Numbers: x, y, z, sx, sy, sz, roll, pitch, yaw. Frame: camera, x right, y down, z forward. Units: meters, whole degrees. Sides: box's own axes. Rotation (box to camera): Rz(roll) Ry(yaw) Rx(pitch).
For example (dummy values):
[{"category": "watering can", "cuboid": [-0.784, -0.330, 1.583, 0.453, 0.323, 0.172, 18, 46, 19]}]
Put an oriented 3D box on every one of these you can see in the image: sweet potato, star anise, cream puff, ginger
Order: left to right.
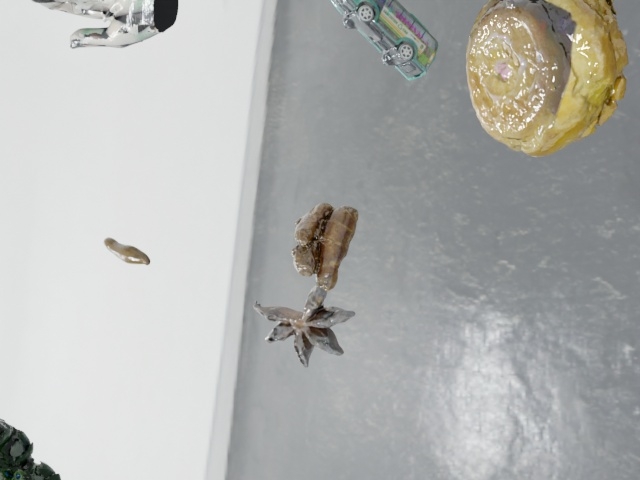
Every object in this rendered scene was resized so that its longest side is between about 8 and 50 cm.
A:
[{"category": "sweet potato", "cuboid": [-0.266, 0.013, 1.070, 0.115, 0.026, 0.026, 21, 103, 42]}, {"category": "star anise", "cuboid": [-0.025, 0.176, 1.619, 0.208, 0.063, 0.171, -21, 99, 22]}, {"category": "ginger", "cuboid": [0.000, 0.000, 1.345, 0.073, 0.103, 0.162, 103, -175, -62]}, {"category": "cream puff", "cuboid": [0.234, -0.185, 0.816, 0.189, 0.130, 0.189, 35, 132, 50]}]

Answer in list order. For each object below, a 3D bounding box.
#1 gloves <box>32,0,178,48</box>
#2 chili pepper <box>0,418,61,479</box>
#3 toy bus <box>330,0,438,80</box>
[{"category": "gloves", "cuboid": [-0.318, -0.353, 1.170, 0.111, 0.212, 0.127, -57, -28, -34]}, {"category": "chili pepper", "cuboid": [-0.496, 0.390, 1.086, 0.248, 0.257, 0.233, 63, -179, 4]}, {"category": "toy bus", "cuboid": [0.136, -0.457, 1.691, 0.109, 0.262, 0.091, -56, 21, -16]}]
